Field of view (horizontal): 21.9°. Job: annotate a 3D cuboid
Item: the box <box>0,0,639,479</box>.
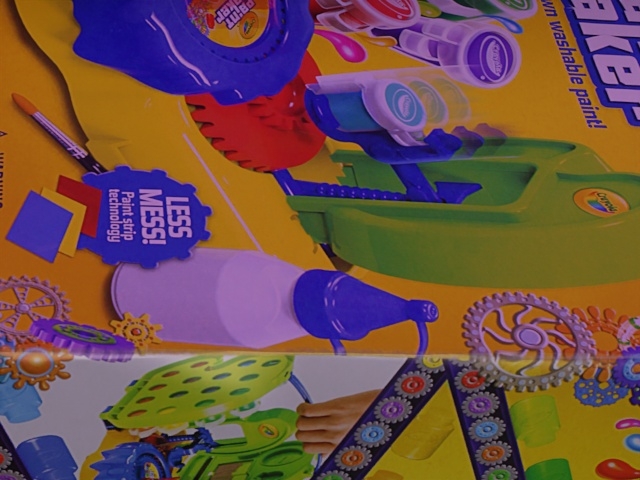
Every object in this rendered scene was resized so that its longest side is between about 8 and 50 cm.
[{"bbox_3d":[0.000,0.000,0.612,0.279,0.290,0.177,1,131,-11],"label":"box"}]
